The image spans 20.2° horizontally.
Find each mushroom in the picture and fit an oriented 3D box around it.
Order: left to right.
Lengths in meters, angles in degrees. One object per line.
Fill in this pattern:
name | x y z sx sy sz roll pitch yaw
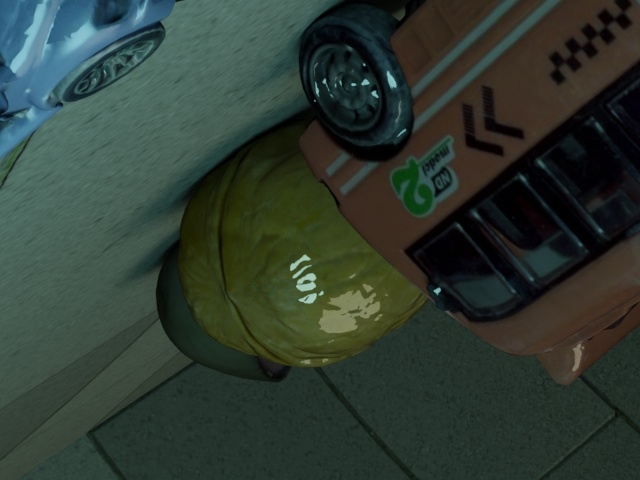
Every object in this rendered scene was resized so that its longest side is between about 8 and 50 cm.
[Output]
mushroom | -0.068 0.039 1.397 0.117 0.141 0.188 -3 169 7

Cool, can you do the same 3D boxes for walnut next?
walnut | 0.000 0.000 1.178 0.165 0.165 0.197 -38 172 34

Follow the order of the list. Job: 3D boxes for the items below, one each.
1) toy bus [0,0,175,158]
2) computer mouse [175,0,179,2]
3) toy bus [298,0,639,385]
toy bus | -0.114 -0.033 0.402 0.167 0.073 0.076 -37 174 26
computer mouse | 0.038 -0.142 0.454 0.158 0.072 0.310 -31 175 -37
toy bus | 0.182 -0.109 0.881 0.203 0.233 0.427 -33 175 -38
